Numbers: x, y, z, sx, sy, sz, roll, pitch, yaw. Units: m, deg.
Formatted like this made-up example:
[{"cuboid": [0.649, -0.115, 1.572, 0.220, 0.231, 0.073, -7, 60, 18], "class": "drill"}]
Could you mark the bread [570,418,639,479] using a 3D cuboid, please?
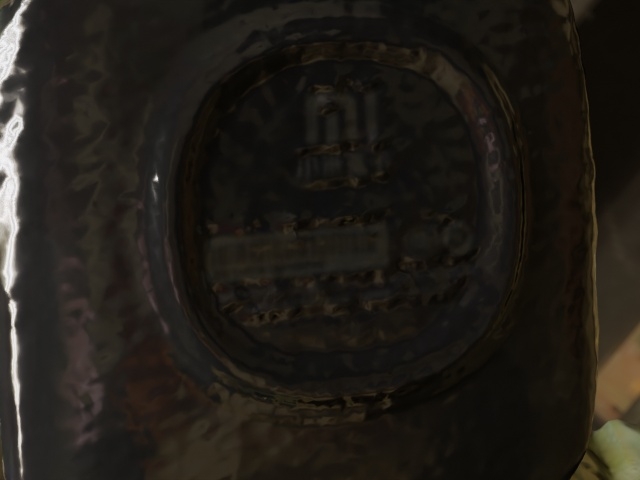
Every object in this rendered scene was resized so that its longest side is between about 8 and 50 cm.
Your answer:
[{"cuboid": [0.145, 0.247, 0.763, 0.239, 0.395, 0.264, -62, 3, 22], "class": "bread"}]

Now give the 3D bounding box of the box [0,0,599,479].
[{"cuboid": [0.000, 0.000, 0.613, 0.212, 0.201, 0.042, -4, -4, -27], "class": "box"}]
